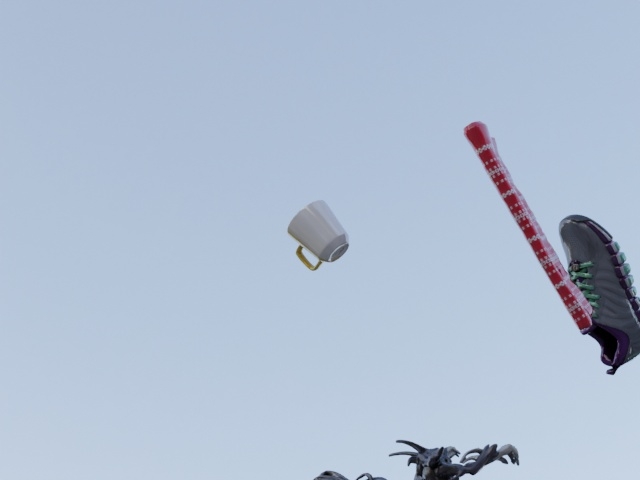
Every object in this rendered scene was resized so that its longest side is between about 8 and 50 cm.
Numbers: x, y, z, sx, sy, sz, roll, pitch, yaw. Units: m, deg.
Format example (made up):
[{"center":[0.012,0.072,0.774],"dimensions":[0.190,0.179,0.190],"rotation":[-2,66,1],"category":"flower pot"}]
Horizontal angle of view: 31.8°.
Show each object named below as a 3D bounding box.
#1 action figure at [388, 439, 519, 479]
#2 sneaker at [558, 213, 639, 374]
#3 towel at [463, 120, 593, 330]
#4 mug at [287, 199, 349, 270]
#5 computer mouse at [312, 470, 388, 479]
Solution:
[{"center":[0.235,0.390,1.707],"dimensions":[0.141,0.275,0.164],"rotation":[-28,-26,-38],"category":"action figure"},{"center":[0.385,0.073,1.567],"dimensions":[0.223,0.098,0.083],"rotation":[59,-33,0],"category":"sneaker"},{"center":[0.257,-0.017,1.372],"dimensions":[0.031,0.274,0.199],"rotation":[-30,-9,11],"category":"towel"},{"center":[0.003,-0.003,1.390],"dimensions":[0.062,0.064,0.078],"rotation":[-36,-23,-16],"category":"mug"},{"center":[0.032,0.467,1.587],"dimensions":[0.072,0.272,0.188],"rotation":[29,-23,-31],"category":"computer mouse"}]
